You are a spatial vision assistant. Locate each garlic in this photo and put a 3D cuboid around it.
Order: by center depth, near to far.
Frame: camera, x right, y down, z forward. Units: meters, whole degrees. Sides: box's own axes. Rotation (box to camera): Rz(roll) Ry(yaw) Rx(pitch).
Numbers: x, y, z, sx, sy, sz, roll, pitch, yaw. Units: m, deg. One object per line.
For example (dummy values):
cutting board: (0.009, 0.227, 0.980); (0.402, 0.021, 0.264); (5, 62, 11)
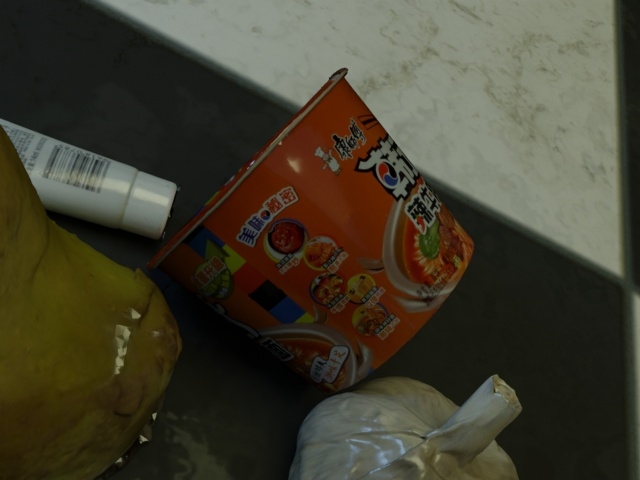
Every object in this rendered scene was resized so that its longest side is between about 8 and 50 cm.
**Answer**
garlic: (0.086, 0.187, 0.700); (0.219, 0.212, 0.218); (18, 44, -19)

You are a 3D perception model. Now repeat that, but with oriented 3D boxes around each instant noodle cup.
instant noodle cup: (0.000, 0.000, 0.776); (0.192, 0.250, 0.250); (45, 46, -8)

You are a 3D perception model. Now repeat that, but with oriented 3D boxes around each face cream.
face cream: (-0.250, -0.061, 0.786); (0.244, 0.058, 0.092); (19, 56, -12)

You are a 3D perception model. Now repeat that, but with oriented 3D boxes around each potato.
potato: (-0.261, 0.017, 0.562); (0.397, 0.296, 0.289); (25, 50, -11)
